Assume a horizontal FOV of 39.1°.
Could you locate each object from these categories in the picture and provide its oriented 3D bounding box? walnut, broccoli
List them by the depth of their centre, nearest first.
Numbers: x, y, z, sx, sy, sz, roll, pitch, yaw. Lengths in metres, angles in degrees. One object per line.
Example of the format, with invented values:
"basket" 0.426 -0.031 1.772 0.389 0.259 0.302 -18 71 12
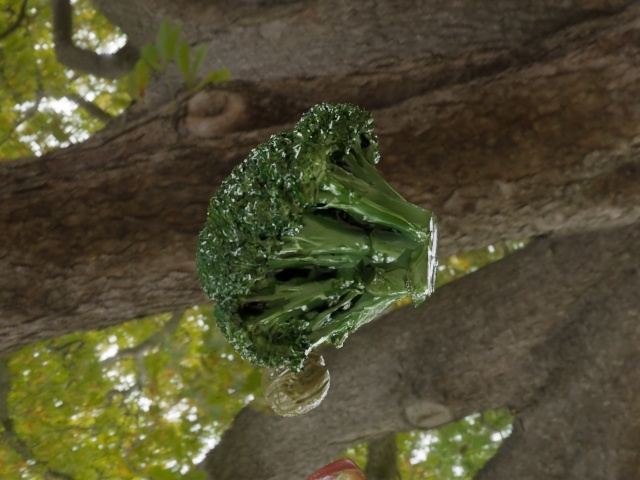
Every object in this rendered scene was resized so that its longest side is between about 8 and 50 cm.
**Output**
"broccoli" 0.000 0.000 0.871 0.261 0.241 0.269 3 -87 -68
"walnut" -0.031 0.175 1.123 0.092 0.092 0.092 29 -133 -36

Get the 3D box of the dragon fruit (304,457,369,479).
"dragon fruit" 0.022 0.507 1.426 0.189 0.290 0.291 -24 -95 -13
